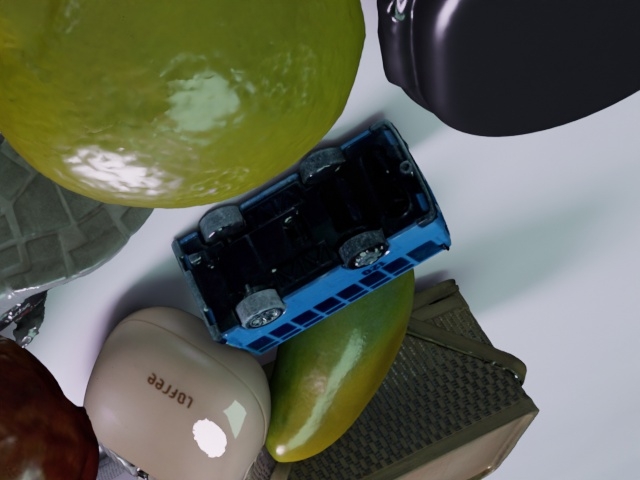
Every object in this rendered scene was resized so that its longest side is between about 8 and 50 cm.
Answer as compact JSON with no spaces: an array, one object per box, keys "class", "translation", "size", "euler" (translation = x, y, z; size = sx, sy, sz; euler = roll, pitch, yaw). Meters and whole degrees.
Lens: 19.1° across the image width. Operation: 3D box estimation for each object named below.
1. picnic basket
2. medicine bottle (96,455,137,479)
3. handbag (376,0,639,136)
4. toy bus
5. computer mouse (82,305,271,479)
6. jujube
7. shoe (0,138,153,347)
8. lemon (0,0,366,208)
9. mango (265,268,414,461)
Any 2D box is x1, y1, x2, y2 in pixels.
[{"class":"picnic basket","translation":[0.038,0.165,1.636],"size":[0.266,0.139,0.165],"euler":[-24,159,-22]},{"class":"medicine bottle","translation":[-0.225,0.247,1.682],"size":[0.199,0.057,0.057],"euler":[-33,156,14]},{"class":"handbag","translation":[0.149,-0.173,1.146],"size":[0.254,0.093,0.308],"euler":[-23,157,-5]},{"class":"toy bus","translation":[0.000,0.000,1.360],"size":[0.184,0.090,0.106],"euler":[-30,158,12]},{"class":"computer mouse","translation":[-0.113,0.138,1.465],"size":[0.082,0.145,0.236],"euler":[-56,175,-31]},{"class":"jujube","translation":[-0.252,0.166,1.316],"size":[0.197,0.197,0.290],"euler":[-18,171,-19]},{"class":"shoe","translation":[-0.192,0.012,1.167],"size":[0.227,0.099,0.125],"euler":[-29,163,-6]},{"class":"lemon","translation":[-0.070,-0.104,0.951],"size":[0.248,0.184,0.184],"euler":[2,144,-48]},{"class":"mango","translation":[0.013,0.081,1.497],"size":[0.191,0.085,0.122],"euler":[-65,165,20]}]
